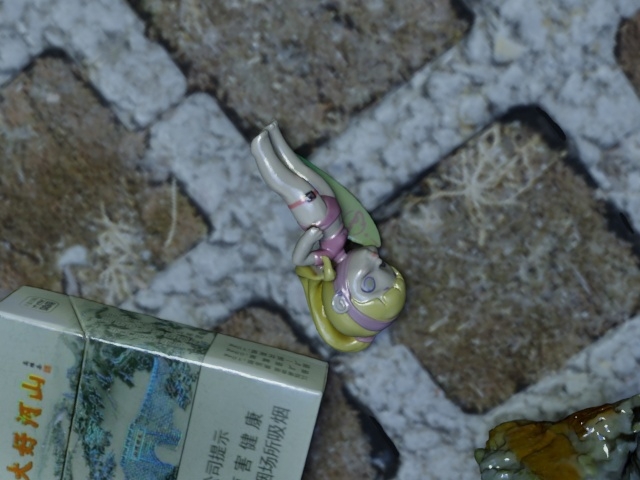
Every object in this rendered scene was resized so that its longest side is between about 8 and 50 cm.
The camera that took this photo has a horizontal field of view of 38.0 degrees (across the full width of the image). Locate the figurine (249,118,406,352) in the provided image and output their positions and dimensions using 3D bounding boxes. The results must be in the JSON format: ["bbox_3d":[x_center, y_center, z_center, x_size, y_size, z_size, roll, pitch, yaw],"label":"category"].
[{"bbox_3d":[0.000,0.000,0.683,0.083,0.083,0.187,-29,107,12],"label":"figurine"}]

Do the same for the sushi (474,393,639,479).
[{"bbox_3d":[0.184,0.232,0.667,0.139,0.184,0.274,-10,103,6],"label":"sushi"}]

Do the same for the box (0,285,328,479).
[{"bbox_3d":[-0.137,0.148,0.731,0.256,0.069,0.164,14,106,1],"label":"box"}]
